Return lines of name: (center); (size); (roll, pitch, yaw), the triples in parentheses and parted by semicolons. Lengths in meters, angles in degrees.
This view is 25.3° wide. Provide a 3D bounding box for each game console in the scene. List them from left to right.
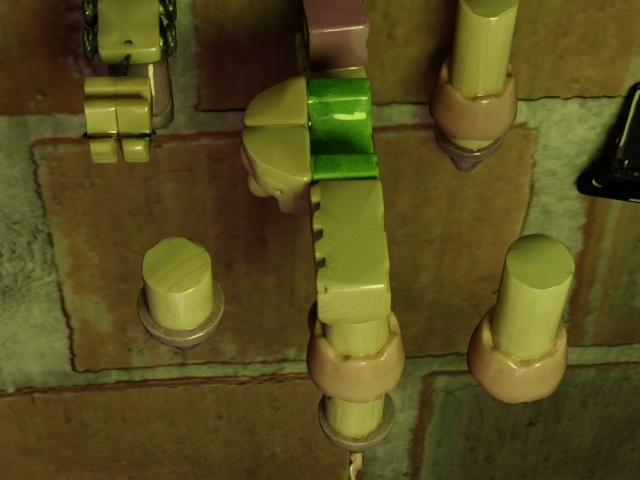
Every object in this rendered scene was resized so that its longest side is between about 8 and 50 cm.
game console: (0.284, -0.073, 1.154); (0.122, 0.071, 0.107); (8, 168, -14)

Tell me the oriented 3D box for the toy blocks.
toy blocks: (0.000, 0.000, 1.004); (0.309, 0.289, 0.260); (-3, 146, -2)
